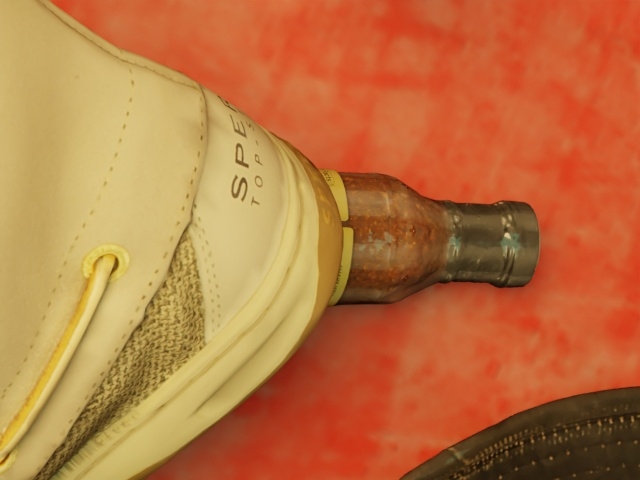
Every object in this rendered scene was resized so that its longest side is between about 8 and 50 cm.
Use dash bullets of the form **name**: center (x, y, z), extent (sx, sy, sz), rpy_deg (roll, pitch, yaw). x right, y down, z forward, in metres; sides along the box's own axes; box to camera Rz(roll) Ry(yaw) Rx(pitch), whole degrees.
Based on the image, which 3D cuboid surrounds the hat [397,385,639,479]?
- **hat**: center (0.116, 0.217, 0.516), extent (0.331, 0.134, 0.331), rpy_deg (-2, 97, -16)

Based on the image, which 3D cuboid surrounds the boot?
- **boot**: center (-0.142, 0.032, 0.377), extent (0.262, 0.095, 0.203), rpy_deg (-40, 142, 9)

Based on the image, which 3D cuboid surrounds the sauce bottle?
- **sauce bottle**: center (0.000, 0.000, 0.502), extent (0.128, 0.042, 0.042), rpy_deg (4, 96, -16)
